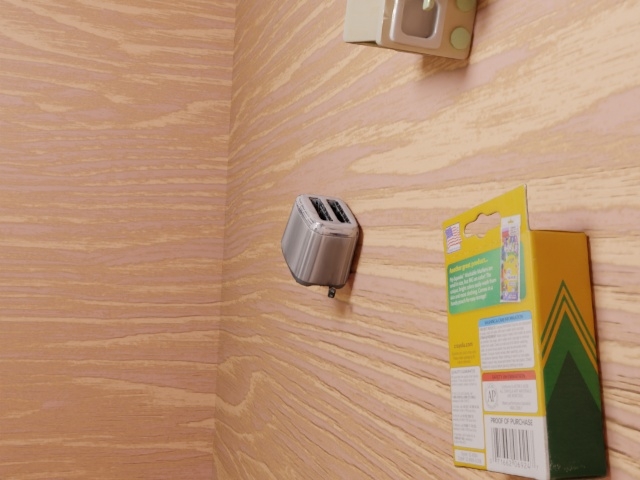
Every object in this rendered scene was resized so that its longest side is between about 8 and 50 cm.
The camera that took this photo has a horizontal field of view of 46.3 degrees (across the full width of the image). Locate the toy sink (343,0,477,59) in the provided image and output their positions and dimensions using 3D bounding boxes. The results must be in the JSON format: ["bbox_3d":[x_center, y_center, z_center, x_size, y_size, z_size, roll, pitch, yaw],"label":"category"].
[{"bbox_3d":[0.147,-0.353,1.148,0.234,0.152,0.131,-145,60,-67],"label":"toy sink"}]

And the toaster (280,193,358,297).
[{"bbox_3d":[0.000,0.000,1.567,0.227,0.129,0.147,-115,36,-58],"label":"toaster"}]

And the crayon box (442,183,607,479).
[{"bbox_3d":[0.236,0.114,0.908,0.203,0.083,0.323,149,121,-68],"label":"crayon box"}]
